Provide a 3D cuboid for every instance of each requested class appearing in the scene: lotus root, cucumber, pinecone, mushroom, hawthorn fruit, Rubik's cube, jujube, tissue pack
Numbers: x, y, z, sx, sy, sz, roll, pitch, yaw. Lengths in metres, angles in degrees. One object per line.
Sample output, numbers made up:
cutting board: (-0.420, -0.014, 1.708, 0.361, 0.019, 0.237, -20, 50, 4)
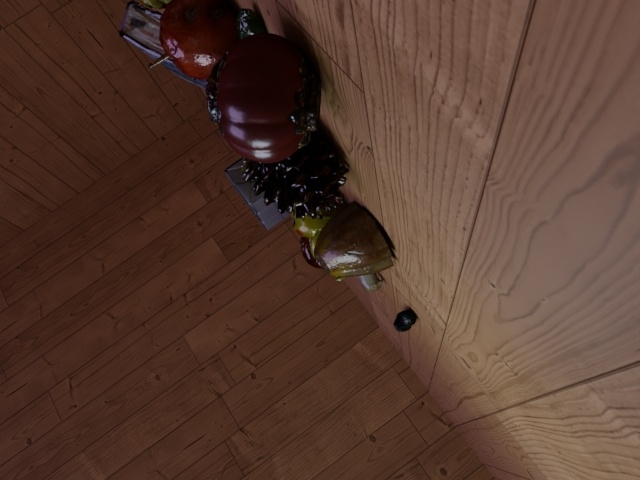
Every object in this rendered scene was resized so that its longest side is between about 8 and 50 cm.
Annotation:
lotus root: (0.080, 0.025, 1.403, 0.188, 0.180, 0.199, 61, 174, -26)
cucumber: (-0.133, -0.403, 1.122, 0.069, 0.069, 0.227, 53, 172, 21)
pinecone: (-0.065, -0.165, 1.236, 0.272, 0.224, 0.224, 50, 175, 5)
mushroom: (0.120, 0.064, 1.867, 0.278, 0.099, 0.096, 51, -170, -10)
hawthorn fruit: (-0.296, -0.460, 1.233, 0.207, 0.243, 0.207, 56, 177, 5)
Rubik's cube: (-0.210, -0.219, 2.147, 0.231, 0.221, 0.224, 51, 175, 30)
jujube: (0.000, 0.000, 2.120, 0.190, 0.190, 0.255, 51, 168, 35)
cucumber: (0.289, 0.270, 1.825, 0.067, 0.067, 0.245, 53, 173, 15)
tissue pack: (-0.380, -0.526, 1.521, 0.259, 0.122, 0.361, 26, -172, 1)

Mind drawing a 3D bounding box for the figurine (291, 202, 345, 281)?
figurine: (0.017, -0.041, 1.583, 0.326, 0.169, 0.218, 48, -161, 2)

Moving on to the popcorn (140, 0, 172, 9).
popcorn: (-0.405, -0.682, 1.360, 0.195, 0.174, 0.168, -76, -5, -62)

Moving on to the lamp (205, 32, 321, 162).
lamp: (-0.105, -0.252, 0.961, 0.227, 0.227, 0.227, 54, 176, 6)
